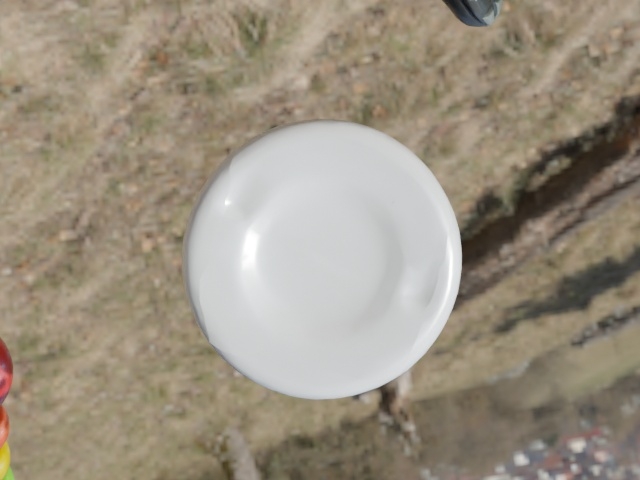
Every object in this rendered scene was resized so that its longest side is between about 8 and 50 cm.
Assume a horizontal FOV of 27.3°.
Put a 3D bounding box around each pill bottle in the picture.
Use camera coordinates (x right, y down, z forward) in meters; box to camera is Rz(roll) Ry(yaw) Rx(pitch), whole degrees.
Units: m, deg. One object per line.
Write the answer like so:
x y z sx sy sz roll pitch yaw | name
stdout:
0.000 0.000 1.209 0.224 0.224 0.392 -8 -175 0 | pill bottle

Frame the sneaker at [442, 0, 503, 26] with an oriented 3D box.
0.074 -0.297 1.177 0.106 0.101 0.267 -12 128 40 | sneaker

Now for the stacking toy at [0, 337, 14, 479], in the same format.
-0.328 0.214 1.163 0.141 0.141 0.330 -3 125 -21 | stacking toy
